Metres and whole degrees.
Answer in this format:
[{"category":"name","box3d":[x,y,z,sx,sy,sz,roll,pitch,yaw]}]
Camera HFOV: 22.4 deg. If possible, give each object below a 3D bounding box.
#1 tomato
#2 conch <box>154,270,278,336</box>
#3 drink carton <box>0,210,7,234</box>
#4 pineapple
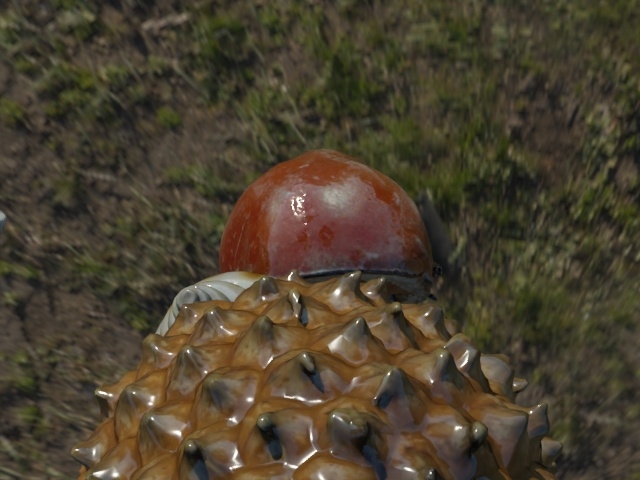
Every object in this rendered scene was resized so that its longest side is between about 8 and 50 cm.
[{"category":"tomato","box3d":[0.000,0.000,1.466,0.180,0.214,0.155,0,70,-28]},{"category":"conch","box3d":[-0.072,0.110,1.331,0.183,0.275,0.149,21,46,21]},{"category":"drink carton","box3d":[-0.232,0.001,0.448,0.106,0.315,0.130,26,91,26]},{"category":"pineapple","box3d":[0.006,0.140,0.590,0.223,0.357,0.223,-1,101,-6]}]
